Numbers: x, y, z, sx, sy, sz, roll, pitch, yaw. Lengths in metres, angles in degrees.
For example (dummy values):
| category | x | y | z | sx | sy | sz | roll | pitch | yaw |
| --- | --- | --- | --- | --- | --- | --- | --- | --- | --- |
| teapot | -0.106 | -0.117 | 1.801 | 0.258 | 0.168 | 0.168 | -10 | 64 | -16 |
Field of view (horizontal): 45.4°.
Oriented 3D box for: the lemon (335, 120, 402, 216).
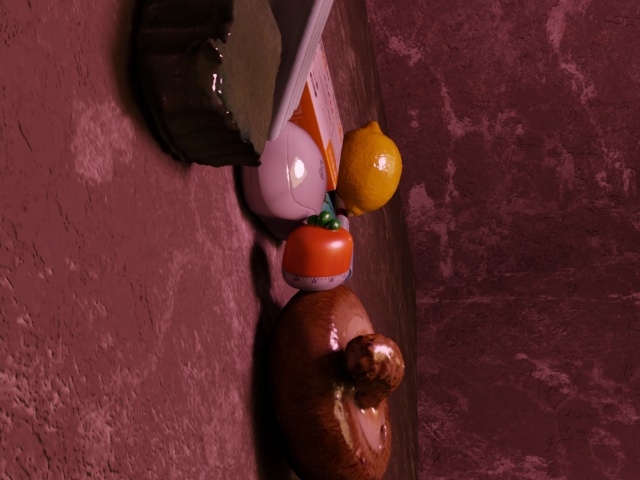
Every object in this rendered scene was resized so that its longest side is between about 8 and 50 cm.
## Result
| category | x | y | z | sx | sy | sz | roll | pitch | yaw |
| --- | --- | --- | --- | --- | --- | --- | --- | --- | --- |
| lemon | 0.110 | -0.178 | 1.913 | 0.187 | 0.187 | 0.244 | -4 | 102 | -78 |

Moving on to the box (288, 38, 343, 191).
| category | x | y | z | sx | sy | sz | roll | pitch | yaw |
| --- | --- | --- | --- | --- | --- | --- | --- | --- | --- |
| box | -0.027 | -0.258 | 1.516 | 0.220 | 0.091 | 0.273 | -81 | 160 | -50 |

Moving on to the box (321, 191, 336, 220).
| category | x | y | z | sx | sy | sz | roll | pitch | yaw |
| --- | --- | --- | --- | --- | --- | --- | --- | --- | --- |
| box | 0.000 | 0.000 | 1.638 | 0.161 | 0.042 | 0.226 | 72 | 17 | -50 |

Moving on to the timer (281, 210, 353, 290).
| category | x | y | z | sx | sy | sz | roll | pitch | yaw |
| --- | --- | --- | --- | --- | --- | --- | --- | --- | --- |
| timer | -0.004 | 0.012 | 1.230 | 0.136 | 0.099 | 0.136 | -28 | 123 | -55 |

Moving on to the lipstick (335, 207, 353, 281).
| category | x | y | z | sx | sy | sz | roll | pitch | yaw |
| --- | --- | --- | --- | --- | --- | --- | --- | --- | --- |
| lipstick | 0.049 | 0.002 | 1.834 | 0.274 | 0.061 | 0.068 | -86 | 163 | -59 |

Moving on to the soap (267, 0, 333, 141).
| category | x | y | z | sx | sy | sz | roll | pitch | yaw |
| --- | --- | --- | --- | --- | --- | --- | --- | --- | --- |
| soap | -0.050 | -0.298 | 1.115 | 0.159 | 0.088 | 0.265 | -68 | -179 | -55 |

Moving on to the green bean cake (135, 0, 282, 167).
| category | x | y | z | sx | sy | sz | roll | pitch | yaw |
| --- | --- | --- | --- | --- | --- | --- | --- | --- | --- |
| green bean cake | -0.130 | -0.215 | 0.921 | 0.222 | 0.125 | 0.227 | 63 | 26 | -66 |

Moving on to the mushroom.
| category | x | y | z | sx | sy | sz | roll | pitch | yaw |
| --- | --- | --- | --- | --- | --- | --- | --- | --- | --- |
| mushroom | 0.021 | 0.238 | 1.264 | 0.345 | 0.239 | 0.345 | 15 | 90 | -74 |

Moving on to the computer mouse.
| category | x | y | z | sx | sy | sz | roll | pitch | yaw |
| --- | --- | --- | --- | --- | --- | --- | --- | --- | --- |
| computer mouse | -0.045 | -0.102 | 1.289 | 0.297 | 0.121 | 0.184 | 50 | 34 | -68 |
